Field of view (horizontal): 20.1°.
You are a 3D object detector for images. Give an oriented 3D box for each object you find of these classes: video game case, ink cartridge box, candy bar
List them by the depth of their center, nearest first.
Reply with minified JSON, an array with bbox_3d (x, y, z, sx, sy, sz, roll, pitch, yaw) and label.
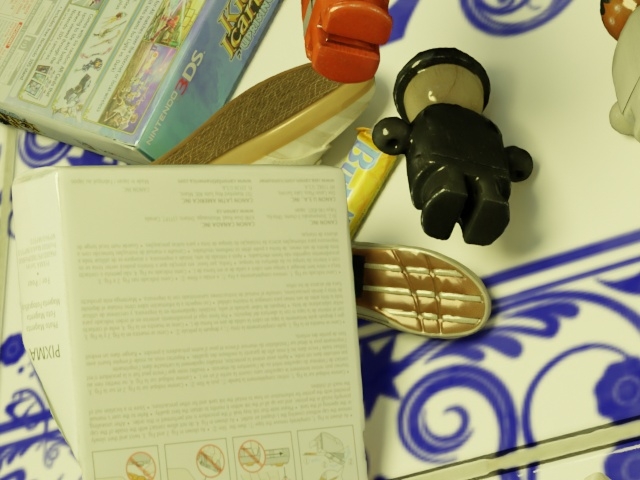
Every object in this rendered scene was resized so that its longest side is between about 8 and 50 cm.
[{"bbox_3d":[-0.066,0.075,0.984,0.066,0.189,0.232,-5,87,54],"label":"ink cartridge box"},{"bbox_3d":[0.000,0.000,1.125,0.040,0.018,0.161,25,81,41],"label":"candy bar"},{"bbox_3d":[-0.133,-0.194,1.299,0.244,0.061,0.269,19,77,42],"label":"video game case"}]

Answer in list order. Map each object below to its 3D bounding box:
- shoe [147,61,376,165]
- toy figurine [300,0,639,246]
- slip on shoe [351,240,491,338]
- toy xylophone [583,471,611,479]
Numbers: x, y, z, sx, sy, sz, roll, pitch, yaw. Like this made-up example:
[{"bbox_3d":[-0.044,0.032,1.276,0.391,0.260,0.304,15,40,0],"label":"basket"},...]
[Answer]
[{"bbox_3d":[-0.053,-0.046,1.169,0.219,0.058,0.076,-31,31,13],"label":"shoe"},{"bbox_3d":[0.102,-0.128,1.003,0.209,0.213,0.148,-26,36,17],"label":"toy figurine"},{"bbox_3d":[0.039,0.027,1.067,0.135,0.041,0.051,7,90,21],"label":"slip on shoe"},{"bbox_3d":[0.261,0.094,0.780,0.322,0.081,0.236,-32,6,9],"label":"toy xylophone"}]
